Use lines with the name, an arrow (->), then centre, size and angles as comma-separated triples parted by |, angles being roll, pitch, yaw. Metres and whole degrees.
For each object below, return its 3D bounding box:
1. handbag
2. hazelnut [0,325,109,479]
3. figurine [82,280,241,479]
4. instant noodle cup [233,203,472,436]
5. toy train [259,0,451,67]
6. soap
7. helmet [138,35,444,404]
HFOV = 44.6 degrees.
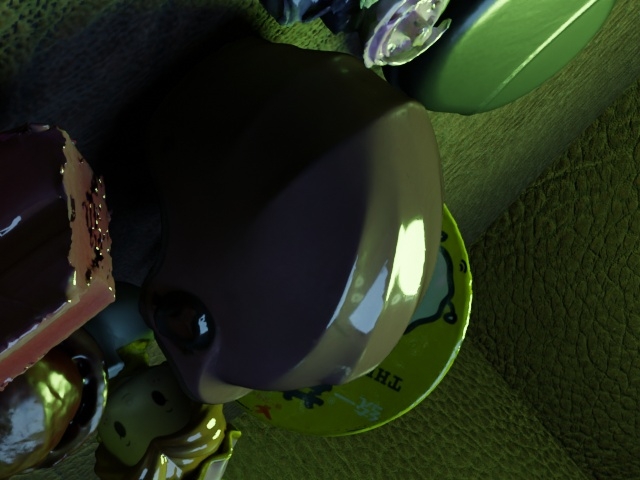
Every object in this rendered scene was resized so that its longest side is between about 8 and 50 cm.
handbag -> 0.191, -0.233, 0.826 | 0.308, 0.093, 0.254 | -6, 146, -51
hazelnut -> -0.280, 0.117, 0.612 | 0.160, 0.170, 0.201 | 4, -169, 31
figurine -> -0.184, 0.148, 0.775 | 0.142, 0.263, 0.189 | -39, 171, -2
instant noodle cup -> 0.020, 0.045, 0.951 | 0.325, 0.325, 0.254 | -42, 175, 10
toy train -> 0.075, -0.232, 0.511 | 0.261, 0.134, 0.177 | -36, 166, -16
soap -> -0.236, 0.027, 0.451 | 0.250, 0.162, 0.099 | -37, 167, -7
helmet -> 0.000, 0.000, 0.667 | 0.271, 0.197, 0.338 | -24, 118, -56
